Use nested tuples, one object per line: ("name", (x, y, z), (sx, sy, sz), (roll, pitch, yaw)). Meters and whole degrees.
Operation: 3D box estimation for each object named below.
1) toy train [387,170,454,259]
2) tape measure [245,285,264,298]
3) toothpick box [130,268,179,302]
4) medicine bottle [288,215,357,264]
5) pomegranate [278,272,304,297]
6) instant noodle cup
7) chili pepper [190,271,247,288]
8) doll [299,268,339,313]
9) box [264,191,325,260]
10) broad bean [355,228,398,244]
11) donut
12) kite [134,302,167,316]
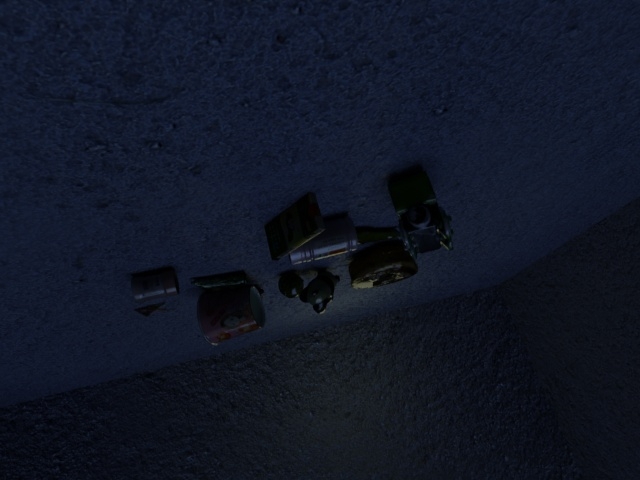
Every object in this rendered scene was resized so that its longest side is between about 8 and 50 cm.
("toy train", (0.333, -0.082, 1.445), (0.173, 0.249, 0.307), (-19, 158, 14))
("tape measure", (-0.328, 0.263, 2.055), (0.125, 0.074, 0.118), (-12, 157, -16))
("toothpick box", (-0.603, 0.166, 1.587), (0.148, 0.098, 0.098), (-12, 158, -11))
("medicine bottle", (0.000, 0.000, 1.571), (0.249, 0.133, 0.133), (-13, 158, -8))
("pomegranate", (-0.127, 0.202, 2.017), (0.122, 0.122, 0.161), (-30, -179, 31))
("instant noodle cup", (-0.380, 0.314, 1.892), (0.231, 0.243, 0.243), (-14, 159, 7))
("chili pepper", (-0.421, 0.168, 1.792), (0.226, 0.059, 0.088), (-1, 153, -27))
("doll", (0.003, 0.235, 2.063), (0.135, 0.143, 0.234), (-61, 171, 33))
("box", (-0.089, -0.041, 1.404), (0.235, 0.132, 0.034), (-32, 152, 36))
("broad bean", (0.220, -0.021, 1.781), (0.325, 0.067, 0.075), (-6, -173, -29))
("donut", (0.292, 0.121, 2.051), (0.329, 0.160, 0.330), (-13, 163, -4))
("kite", (-0.765, 0.316, 1.958), (0.159, 0.010, 0.190), (7, 150, -46))
